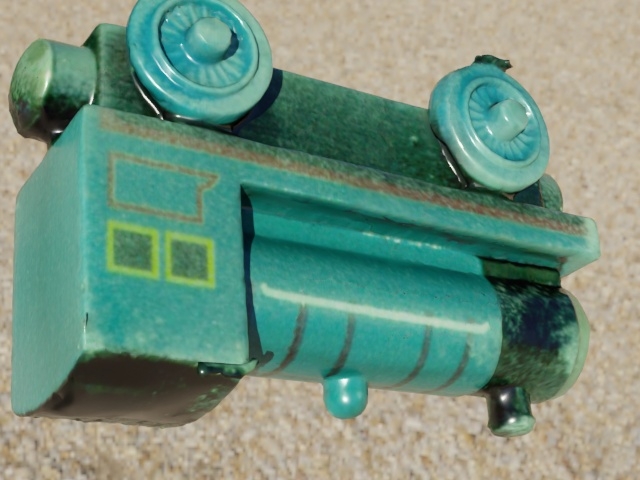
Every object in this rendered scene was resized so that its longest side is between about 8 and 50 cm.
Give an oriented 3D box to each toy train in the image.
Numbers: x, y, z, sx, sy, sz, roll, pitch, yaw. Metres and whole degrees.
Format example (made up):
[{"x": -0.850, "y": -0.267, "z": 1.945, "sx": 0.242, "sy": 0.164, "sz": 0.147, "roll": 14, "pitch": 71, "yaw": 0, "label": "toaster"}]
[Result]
[{"x": 0.000, "y": 0.000, "z": 0.569, "sx": 0.298, "sy": 0.120, "sz": 0.194, "roll": 10, "pitch": 61, "yaw": -29, "label": "toy train"}]
